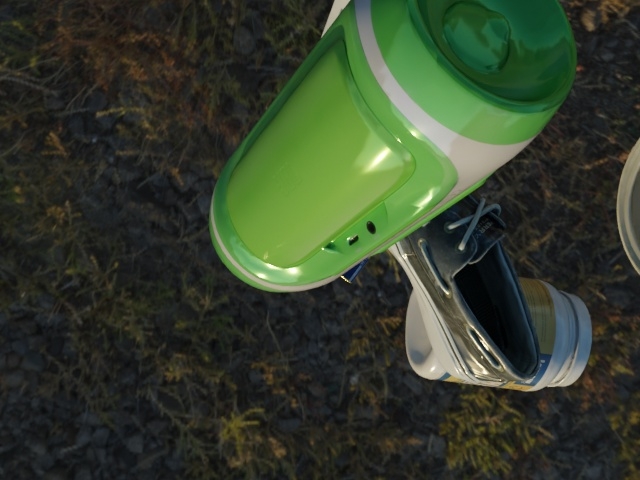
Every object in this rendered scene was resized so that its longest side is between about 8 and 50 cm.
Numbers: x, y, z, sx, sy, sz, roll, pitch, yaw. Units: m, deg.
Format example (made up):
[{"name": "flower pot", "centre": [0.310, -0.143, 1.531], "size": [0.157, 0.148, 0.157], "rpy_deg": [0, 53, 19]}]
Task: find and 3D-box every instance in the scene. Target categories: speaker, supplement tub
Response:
[{"name": "speaker", "centre": [0.024, -0.060, 0.501], "size": [0.131, 0.131, 0.296], "rpy_deg": [27, 150, -16]}, {"name": "supplement tub", "centre": [0.222, 0.114, 0.968], "size": [0.200, 0.144, 0.144], "rpy_deg": [9, 112, -12]}]

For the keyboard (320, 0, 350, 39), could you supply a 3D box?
[{"name": "keyboard", "centre": [0.047, -0.374, 1.289], "size": [0.072, 0.256, 0.014], "rpy_deg": [46, 62, 9]}]

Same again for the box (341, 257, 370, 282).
[{"name": "box", "centre": [0.000, 0.000, 1.301], "size": [0.169, 0.054, 0.059], "rpy_deg": [36, 91, -7]}]

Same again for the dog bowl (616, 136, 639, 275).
[{"name": "dog bowl", "centre": [0.810, -0.076, 1.563], "size": [0.150, 0.408, 0.407], "rpy_deg": [0, 114, -22]}]

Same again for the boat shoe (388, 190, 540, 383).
[{"name": "boat shoe", "centre": [0.143, -0.002, 0.789], "size": [0.121, 0.119, 0.335], "rpy_deg": [-37, 107, -32]}]
